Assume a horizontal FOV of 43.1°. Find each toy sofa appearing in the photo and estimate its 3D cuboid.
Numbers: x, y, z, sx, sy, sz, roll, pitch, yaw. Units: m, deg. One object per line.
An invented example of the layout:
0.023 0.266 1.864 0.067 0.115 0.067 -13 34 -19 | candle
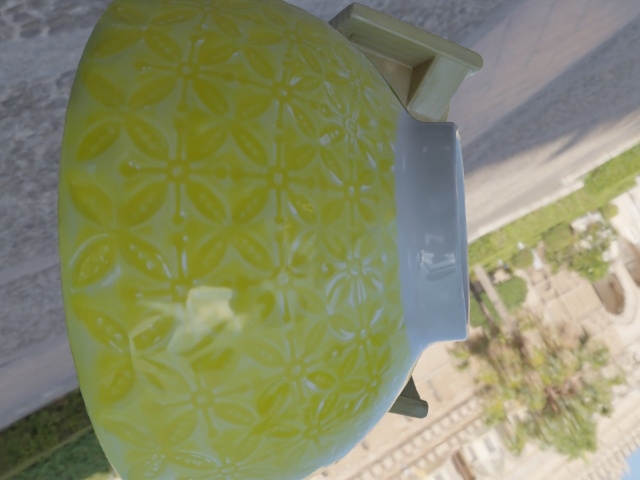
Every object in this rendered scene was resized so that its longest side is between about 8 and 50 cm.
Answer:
0.024 -0.019 0.777 0.150 0.363 0.177 16 168 -22 | toy sofa

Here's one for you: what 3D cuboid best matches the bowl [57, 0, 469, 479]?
0.000 0.000 0.442 0.155 0.290 0.289 -2 178 12 | bowl
